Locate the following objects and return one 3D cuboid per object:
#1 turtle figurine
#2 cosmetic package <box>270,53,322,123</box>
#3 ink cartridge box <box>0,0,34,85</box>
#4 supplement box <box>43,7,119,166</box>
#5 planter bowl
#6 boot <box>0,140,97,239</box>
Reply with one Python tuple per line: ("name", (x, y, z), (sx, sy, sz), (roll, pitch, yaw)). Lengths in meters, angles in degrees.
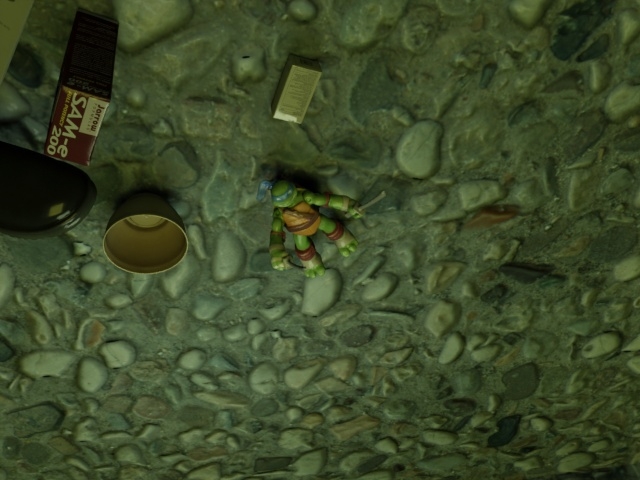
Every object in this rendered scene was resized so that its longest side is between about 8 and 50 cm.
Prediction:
("turtle figurine", (0.000, 0.000, 1.426), (0.274, 0.198, 0.266), (18, 164, 26))
("cosmetic package", (-0.046, -0.275, 1.281), (0.060, 0.041, 0.115), (10, 131, -22))
("ink cartridge box", (-0.454, -0.310, 0.849), (0.226, 0.306, 0.131), (-6, 154, 34))
("supplement box", (-0.370, -0.243, 1.095), (0.073, 0.239, 0.130), (13, 129, -24))
("planter bowl", (-0.348, -0.027, 1.404), (0.162, 0.109, 0.162), (-6, 135, -6))
("boot", (-0.586, -0.171, 1.014), (0.367, 0.146, 0.445), (10, 157, 18))
